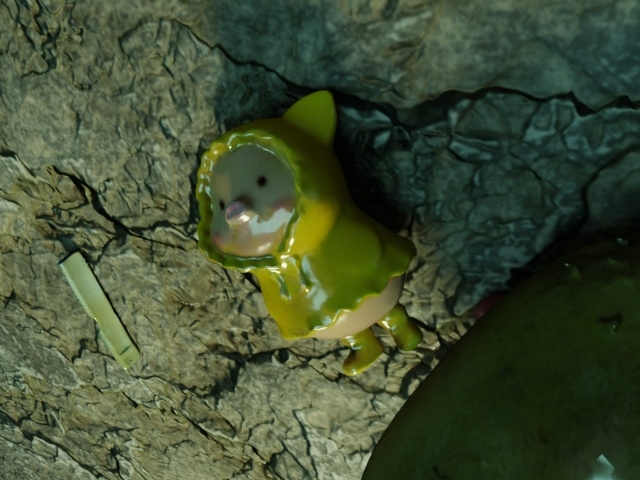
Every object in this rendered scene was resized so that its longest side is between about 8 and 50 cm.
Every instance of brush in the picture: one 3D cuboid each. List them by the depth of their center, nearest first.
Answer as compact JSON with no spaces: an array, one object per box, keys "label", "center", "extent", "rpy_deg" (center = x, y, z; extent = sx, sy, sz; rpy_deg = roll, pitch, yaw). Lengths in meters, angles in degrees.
[{"label":"brush","center":[-0.289,0.092,0.927],"extent":[0.030,0.033,0.178],"rpy_deg":[2,125,40]}]

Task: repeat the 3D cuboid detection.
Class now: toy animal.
[{"label":"toy animal","center":[-0.004,0.002,0.599],"extent":[0.156,0.156,0.229],"rpy_deg":[-27,96,44]}]

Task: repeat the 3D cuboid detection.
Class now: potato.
[{"label":"potato","center":[0.185,0.176,0.507],"extent":[0.270,0.219,0.359],"rpy_deg":[40,114,22]}]

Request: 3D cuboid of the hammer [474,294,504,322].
[{"label":"hammer","center":[0.158,0.085,0.617],"extent":[0.043,0.043,0.083],"rpy_deg":[-2,123,35]}]
